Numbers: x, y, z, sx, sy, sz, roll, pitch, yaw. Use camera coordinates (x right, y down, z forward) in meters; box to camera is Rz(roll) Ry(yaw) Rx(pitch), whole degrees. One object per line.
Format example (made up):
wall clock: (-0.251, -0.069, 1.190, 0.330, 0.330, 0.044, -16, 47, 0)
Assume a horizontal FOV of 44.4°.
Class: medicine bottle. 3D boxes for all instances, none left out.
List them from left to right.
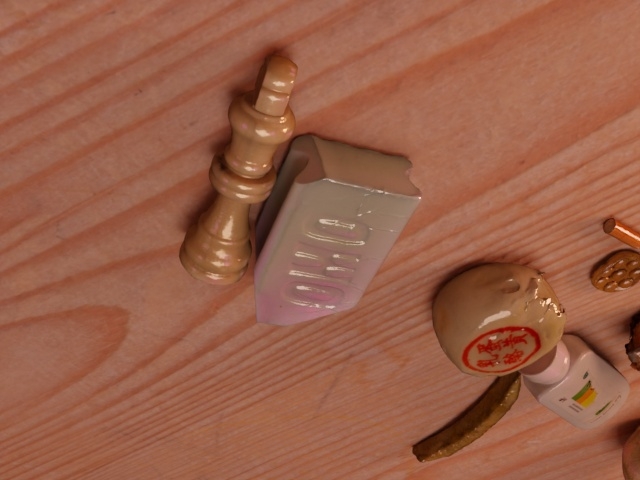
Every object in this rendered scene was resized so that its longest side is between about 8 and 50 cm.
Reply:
medicine bottle: (0.539, 0.297, 1.695, 0.161, 0.111, 0.296, -47, 125, 10)

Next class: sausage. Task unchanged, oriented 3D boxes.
sausage: (0.567, -0.010, 1.450, 0.107, 0.031, 0.031, 22, 128, -30)

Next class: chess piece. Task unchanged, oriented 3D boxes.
chess piece: (-0.119, -0.105, 1.196, 0.117, 0.117, 0.397, 9, 131, -17)

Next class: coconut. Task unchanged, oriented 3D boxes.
coconut: (0.861, 0.543, 1.925, 0.226, 0.227, 0.231, -11, 136, 2)

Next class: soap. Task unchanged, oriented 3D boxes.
soap: (0.000, 0.000, 1.312, 0.208, 0.115, 0.347, 12, 132, -19)

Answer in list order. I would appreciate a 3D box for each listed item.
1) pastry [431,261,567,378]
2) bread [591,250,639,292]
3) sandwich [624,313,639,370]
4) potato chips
pastry: (0.344, 0.155, 1.515, 0.264, 0.133, 0.265, -7, 135, -7)
bread: (0.583, 0.063, 1.530, 0.109, 0.024, 0.110, -5, 137, -5)
sandwich: (0.784, 0.217, 1.622, 0.300, 0.162, 0.251, -11, 132, -2)
potato chips: (0.362, 0.412, 1.825, 0.080, 0.057, 0.407, 20, 129, -23)
